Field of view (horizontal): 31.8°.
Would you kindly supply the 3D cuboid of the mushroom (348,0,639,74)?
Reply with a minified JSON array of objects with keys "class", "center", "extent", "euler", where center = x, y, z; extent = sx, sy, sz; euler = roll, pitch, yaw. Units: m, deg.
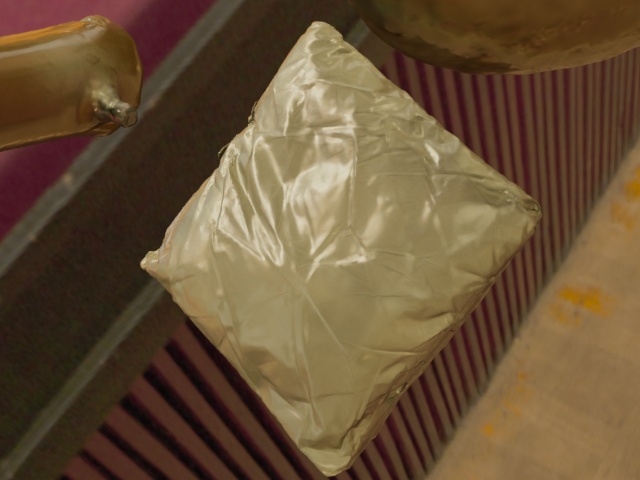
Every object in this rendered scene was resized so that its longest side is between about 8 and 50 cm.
[{"class":"mushroom","center":[0.132,-0.200,0.620],"extent":[0.217,0.292,0.212],"euler":[25,51,36]}]

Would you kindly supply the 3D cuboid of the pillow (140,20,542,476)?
[{"class":"pillow","center":[0.000,0.002,0.922],"extent":[0.274,0.076,0.281],"euler":[45,107,25]}]

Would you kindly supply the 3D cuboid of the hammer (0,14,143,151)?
[{"class":"hammer","center":[-0.166,-0.039,0.395],"extent":[0.113,0.305,0.202],"euler":[9,107,31]}]
